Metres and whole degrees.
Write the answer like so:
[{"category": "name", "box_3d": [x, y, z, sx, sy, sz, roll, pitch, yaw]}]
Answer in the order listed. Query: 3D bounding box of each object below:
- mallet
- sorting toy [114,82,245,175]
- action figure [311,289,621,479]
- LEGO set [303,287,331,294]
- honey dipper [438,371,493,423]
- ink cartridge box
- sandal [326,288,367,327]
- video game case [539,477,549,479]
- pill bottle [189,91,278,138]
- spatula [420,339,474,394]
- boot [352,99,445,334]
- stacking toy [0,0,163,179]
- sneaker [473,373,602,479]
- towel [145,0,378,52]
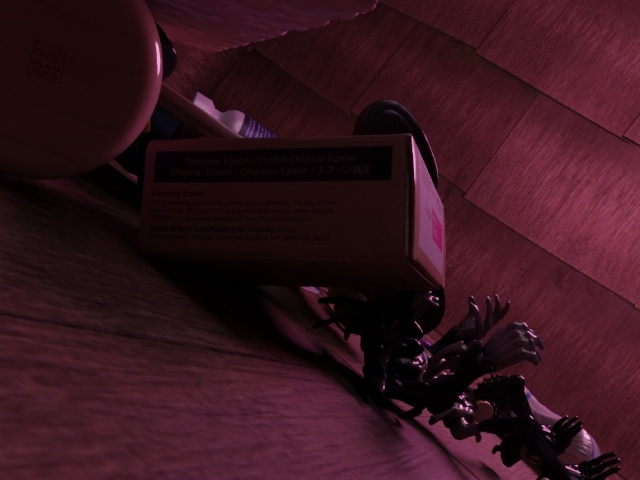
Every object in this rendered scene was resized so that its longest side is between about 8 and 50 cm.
[{"category": "mallet", "box_3d": [-0.143, -0.094, 0.569, 0.062, 0.039, 0.190, 47, -36, 37]}, {"category": "sorting toy", "box_3d": [-0.142, -0.081, 0.681, 0.208, 0.038, 0.193, 29, -24, -11]}, {"category": "action figure", "box_3d": [0.132, 0.113, 0.614, 0.275, 0.141, 0.164, 38, 13, -10]}, {"category": "LEGO set", "box_3d": [-0.033, 0.020, 1.071, 0.182, 0.060, 0.244, 42, 3, 24]}, {"category": "honey dipper", "box_3d": [0.198, 0.217, 0.971, 0.030, 0.030, 0.160, 37, -1, -11]}, {"category": "ink cartridge box", "box_3d": [-0.004, -0.012, 0.558, 0.193, 0.088, 0.234, 0, -9, 15]}, {"category": "sandal", "box_3d": [0.052, 0.090, 0.924, 0.049, 0.072, 0.180, 64, -5, -10]}, {"category": "video game case", "box_3d": [0.240, 0.258, 0.436, 0.183, 0.023, 0.201, 35, 10, -11]}, {"category": "pill bottle", "box_3d": [-0.131, -0.125, 1.164, 0.264, 0.153, 0.153, 33, 3, -20]}, {"category": "spatula", "box_3d": [0.226, 0.226, 1.157, 0.084, 0.030, 0.296, 36, 2, -36]}, {"category": "boot", "box_3d": [0.034, -0.046, 0.822, 0.280, 0.096, 0.264, 29, -37, 59]}, {"category": "stacking toy", "box_3d": [-0.225, -0.143, 0.527, 0.141, 0.141, 0.330, 36, -2, -30]}, {"category": "sneaker", "box_3d": [0.298, 0.267, 0.971, 0.086, 0.085, 0.237, 64, -12, -25]}, {"category": "towel", "box_3d": [-0.162, -0.209, 0.469, 0.316, 0.054, 0.331, 11, 3, -29]}]
